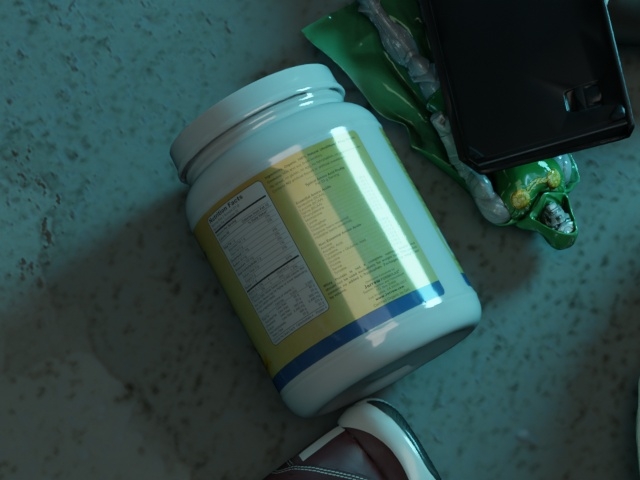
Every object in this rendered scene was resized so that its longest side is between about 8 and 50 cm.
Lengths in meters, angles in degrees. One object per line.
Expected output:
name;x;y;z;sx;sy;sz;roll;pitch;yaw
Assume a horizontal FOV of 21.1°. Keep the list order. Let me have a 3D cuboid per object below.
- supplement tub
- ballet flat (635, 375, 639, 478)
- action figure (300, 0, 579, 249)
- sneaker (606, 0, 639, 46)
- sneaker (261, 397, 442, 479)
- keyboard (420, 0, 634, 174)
supplement tub;0.000;0.000;1.129;0.144;0.144;0.199;-27;79;-7
ballet flat;0.278;0.067;1.135;0.147;0.147;0.408;12;76;1
action figure;0.109;-0.091;1.200;0.137;0.063;0.232;-33;83;-12
sneaker;0.281;-0.264;1.224;0.147;0.104;0.295;15;83;0
sneaker;0.044;0.254;1.103;0.162;0.106;0.281;-30;69;-3
keyboard;0.158;-0.215;1.166;0.202;0.033;0.317;-15;76;16
